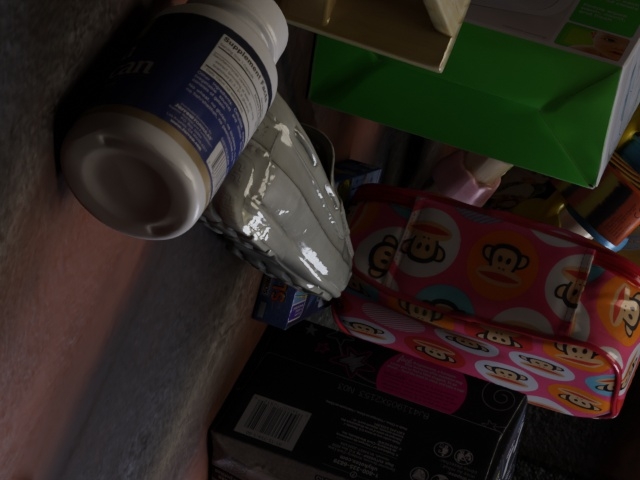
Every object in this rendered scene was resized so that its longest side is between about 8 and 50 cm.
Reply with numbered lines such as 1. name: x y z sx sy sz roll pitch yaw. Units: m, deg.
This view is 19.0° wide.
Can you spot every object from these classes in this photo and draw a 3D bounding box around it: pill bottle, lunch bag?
1. pill bottle: -0.084 -0.088 1.184 0.094 0.094 0.169 94 19 -46
2. lunch bag: 0.155 0.069 1.758 0.258 0.293 0.120 77 33 -66

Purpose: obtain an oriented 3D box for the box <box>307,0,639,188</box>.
1. box: 0.154 -0.180 1.658 0.231 0.262 0.126 -53 157 -51

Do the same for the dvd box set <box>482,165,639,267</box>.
1. dvd box set: 0.261 -0.002 2.234 0.420 0.308 0.062 -44 134 -61

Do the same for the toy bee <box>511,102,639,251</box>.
1. toy bee: 0.245 -0.066 1.795 0.195 0.162 0.298 -45 172 -8

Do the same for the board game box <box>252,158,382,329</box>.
1. board game box: 0.000 0.000 1.764 0.201 0.035 0.136 -20 127 -73

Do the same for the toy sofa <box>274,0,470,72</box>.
1. toy sofa: 0.026 -0.256 1.283 0.362 0.150 0.177 47 63 -75

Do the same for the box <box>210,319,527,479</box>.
1. box: 0.042 0.200 1.733 0.142 0.247 0.163 92 21 -47

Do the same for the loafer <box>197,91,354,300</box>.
1. loafer: -0.024 -0.033 1.460 0.111 0.112 0.319 -62 165 -7

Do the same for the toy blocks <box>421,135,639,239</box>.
1. toy blocks: 0.181 -0.106 2.078 0.260 0.309 0.288 -40 179 42
